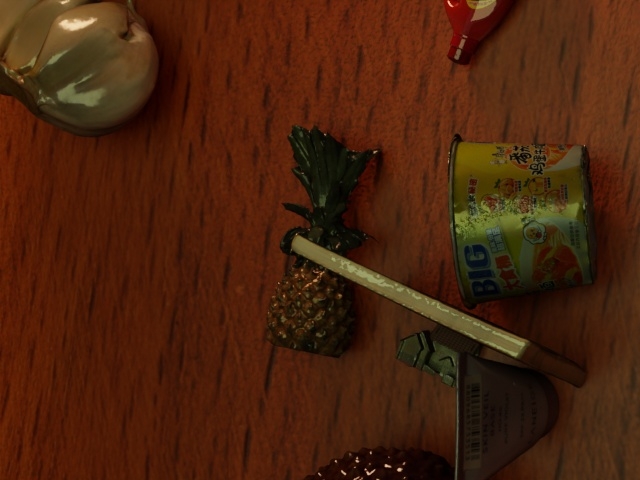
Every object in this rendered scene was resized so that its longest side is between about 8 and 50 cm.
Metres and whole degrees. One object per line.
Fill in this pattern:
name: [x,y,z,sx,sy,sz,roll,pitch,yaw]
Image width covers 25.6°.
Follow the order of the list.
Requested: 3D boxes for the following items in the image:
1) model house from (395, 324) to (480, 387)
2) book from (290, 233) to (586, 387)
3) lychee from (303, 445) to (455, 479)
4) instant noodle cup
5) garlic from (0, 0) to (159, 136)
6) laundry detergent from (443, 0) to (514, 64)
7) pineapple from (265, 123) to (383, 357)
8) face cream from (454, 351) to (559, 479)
model house: [0.143,0.132,1.695,0.083,0.057,0.058,27,104,23]
book: [0.140,0.083,1.525,0.262,0.374,0.028,24,89,21]
lychee: [0.074,0.386,1.597,0.306,0.330,0.306,14,124,21]
instant noodle cup: [0.233,-0.025,1.597,0.153,0.205,0.205,-3,87,12]
garlic: [-0.316,-0.241,1.845,0.281,0.185,0.203,27,72,41]
laundry detergent: [0.187,-0.294,1.691,0.097,0.049,0.165,26,100,29]
pineapple: [0.000,0.000,1.734,0.130,0.119,0.277,-166,86,-67]
face cream: [0.189,0.192,1.554,0.096,0.274,0.154,4,91,23]
